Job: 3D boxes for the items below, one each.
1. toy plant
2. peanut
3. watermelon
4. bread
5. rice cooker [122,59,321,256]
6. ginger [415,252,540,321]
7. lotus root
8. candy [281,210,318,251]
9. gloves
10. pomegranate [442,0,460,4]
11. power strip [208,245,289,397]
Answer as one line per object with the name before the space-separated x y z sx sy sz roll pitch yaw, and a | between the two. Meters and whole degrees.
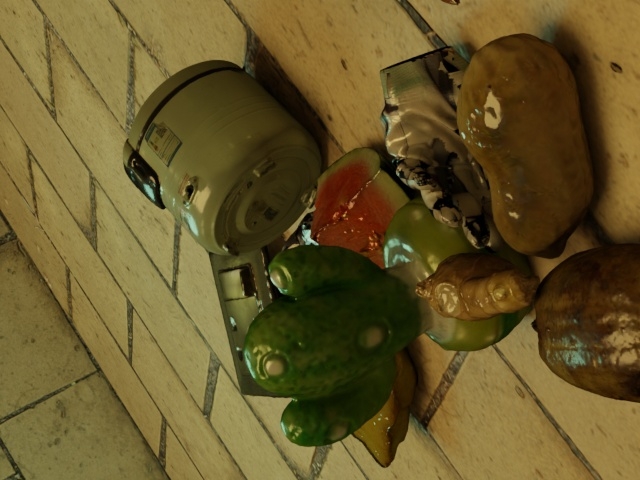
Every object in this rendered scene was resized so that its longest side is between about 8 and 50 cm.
toy plant | 0.063 0.076 1.440 0.184 0.315 0.224 23 138 58
peanut | 0.193 -0.085 1.242 0.110 0.120 0.236 -74 -26 -52
watermelon | 0.068 -0.043 1.601 0.145 0.137 0.193 -48 67 30
bread | 0.075 0.194 1.860 0.160 0.088 0.233 39 146 35
rice cooker | -0.136 -0.113 1.783 0.244 0.226 0.226 46 153 26
ginger | 0.172 0.047 1.313 0.165 0.096 0.067 3 101 59
lotus root | 0.285 0.074 1.198 0.260 0.128 0.145 -11 95 66
candy | 0.000 0.000 1.852 0.094 0.051 0.226 47 157 10
gloves | 0.139 -0.089 1.355 0.111 0.127 0.212 -168 57 -74
pomegranate | 0.048 -0.316 1.166 0.207 0.207 0.207 48 154 32
power strip | -0.092 0.123 2.134 0.257 0.092 0.251 -11 97 68
